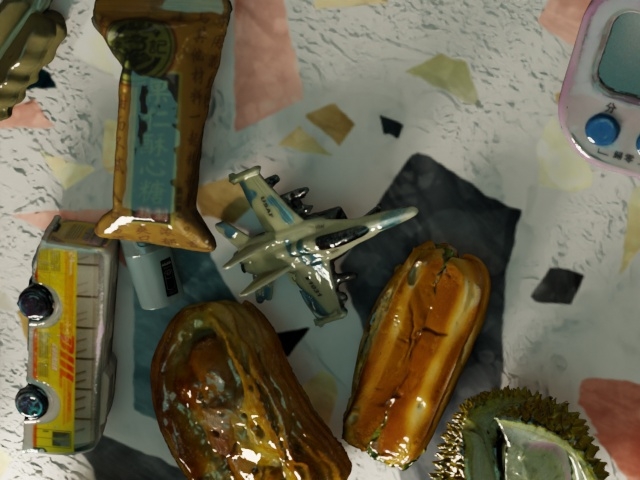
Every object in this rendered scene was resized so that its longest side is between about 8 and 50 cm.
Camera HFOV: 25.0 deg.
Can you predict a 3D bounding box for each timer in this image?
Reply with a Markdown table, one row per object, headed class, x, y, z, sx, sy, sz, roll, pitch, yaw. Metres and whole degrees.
| class | x | y | z | sx | sy | sz | roll | pitch | yaw |
| --- | --- | --- | --- | --- | --- | --- | --- | --- | --- |
| timer | 0.337 | -0.147 | 1.355 | 0.208 | 0.069 | 0.191 | 17 | 113 | 8 |

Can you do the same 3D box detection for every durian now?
| class | x | y | z | sx | sy | sz | roll | pitch | yaw |
| --- | --- | --- | --- | --- | --- | --- | --- | --- | --- |
| durian | 0.206 | 0.259 | 1.501 | 0.193 | 0.138 | 0.237 | 18 | 110 | 3 |

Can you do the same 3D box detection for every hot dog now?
| class | x | y | z | sx | sy | sz | roll | pitch | yaw |
| --- | --- | --- | --- | --- | --- | --- | --- | --- | --- |
| hot dog | 0.095 | 0.121 | 1.512 | 0.115 | 0.072 | 0.269 | 24 | 115 | 3 |
| hot dog | -0.083 | 0.191 | 1.555 | 0.175 | 0.114 | 0.259 | -24 | 103 | 32 |

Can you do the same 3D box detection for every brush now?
| class | x | y | z | sx | sy | sz | roll | pitch | yaw |
| --- | --- | --- | --- | --- | --- | --- | --- | --- | --- |
| brush | -0.275 | -0.253 | 1.469 | 0.084 | 0.071 | 0.301 | 41 | 108 | 0 |

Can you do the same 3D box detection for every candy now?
| class | x | y | z | sx | sy | sz | roll | pitch | yaw |
| --- | --- | --- | --- | --- | --- | --- | --- | --- | --- |
| candy | -0.167 | -0.125 | 1.471 | 0.143 | 0.101 | 0.271 | 5 | 103 | 2 |

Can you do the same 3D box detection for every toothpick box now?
| class | x | y | z | sx | sy | sz | roll | pitch | yaw |
| --- | --- | --- | --- | --- | --- | --- | --- | --- | --- |
| toothpick box | -0.181 | 0.027 | 1.554 | 0.052 | 0.052 | 0.083 | -10 | 109 | 17 |

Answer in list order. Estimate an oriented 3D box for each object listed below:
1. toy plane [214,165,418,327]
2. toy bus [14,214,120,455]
| class | x | y | z | sx | sy | sz | roll | pitch | yaw |
| --- | --- | --- | --- | --- | --- | --- | --- | --- | --- |
| toy plane | 0.005 | -0.005 | 1.470 | 0.262 | 0.088 | 0.192 | -20 | 107 | 35 |
| toy bus | -0.277 | 0.109 | 1.592 | 0.106 | 0.092 | 0.268 | 8 | 111 | 0 |
